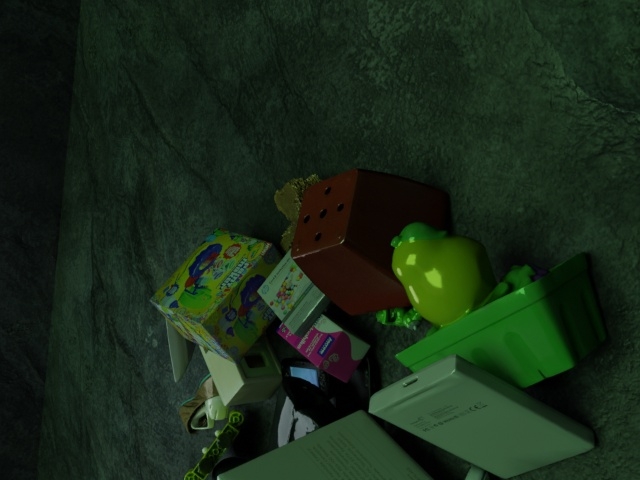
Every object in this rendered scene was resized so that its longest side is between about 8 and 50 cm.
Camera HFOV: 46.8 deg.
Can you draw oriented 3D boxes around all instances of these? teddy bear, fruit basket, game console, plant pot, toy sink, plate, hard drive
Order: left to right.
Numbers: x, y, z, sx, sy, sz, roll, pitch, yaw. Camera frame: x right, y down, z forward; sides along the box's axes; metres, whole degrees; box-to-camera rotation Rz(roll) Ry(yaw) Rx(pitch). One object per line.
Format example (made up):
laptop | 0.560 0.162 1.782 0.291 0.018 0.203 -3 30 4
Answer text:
plate | -0.412 0.245 2.268 0.277 0.045 0.278 -86 -3 -56
toy sink | -0.226 0.333 2.118 0.131 0.153 0.234 -53 52 34
teddy bear | 0.000 0.000 1.917 0.338 0.113 0.245 59 137 21
game console | 0.017 0.380 1.921 0.361 0.044 0.213 -5 85 49
plant pot | 0.090 -0.011 1.633 0.267 0.236 0.267 -17 54 48
fruit basket | 0.298 0.112 1.417 0.392 0.283 0.392 14 112 39
hard drive | 0.300 0.338 1.384 0.233 0.353 0.047 -39 30 42

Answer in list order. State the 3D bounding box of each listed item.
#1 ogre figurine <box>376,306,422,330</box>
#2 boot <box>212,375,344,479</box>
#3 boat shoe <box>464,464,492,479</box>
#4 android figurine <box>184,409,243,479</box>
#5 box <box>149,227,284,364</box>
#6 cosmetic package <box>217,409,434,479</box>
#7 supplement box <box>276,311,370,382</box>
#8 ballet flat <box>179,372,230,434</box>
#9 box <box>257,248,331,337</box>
ogre figurine | 0.183 0.139 1.696 0.197 0.097 0.118 9 85 37
boot | -0.125 0.552 1.959 0.367 0.146 0.445 29 122 32
boat shoe | 0.328 0.615 1.536 0.094 0.109 0.302 10 102 24
android figurine | -0.303 0.604 2.156 0.248 0.056 0.273 -54 0 -9
box | -0.257 0.143 2.031 0.279 0.177 0.290 14 57 48
cosmetic package | 0.020 0.641 1.592 0.327 0.394 0.329 40 134 42
supplement box | 0.005 0.243 1.837 0.111 0.114 0.220 -57 37 -2
ballet flat | -0.339 0.506 2.266 0.342 0.116 0.124 -45 50 42
box | -0.061 0.129 1.843 0.145 0.038 0.186 -51 47 7
